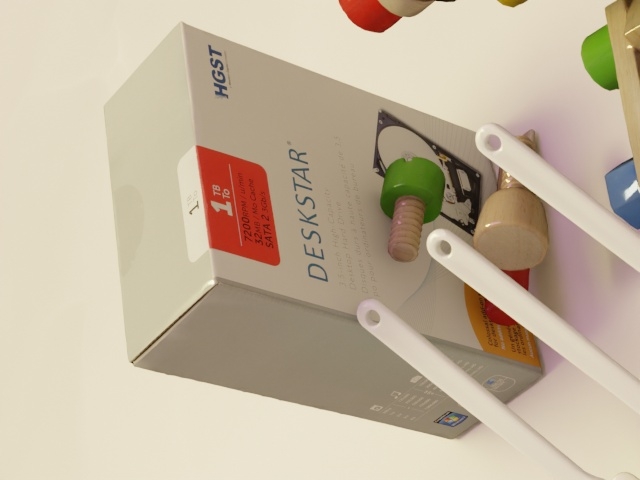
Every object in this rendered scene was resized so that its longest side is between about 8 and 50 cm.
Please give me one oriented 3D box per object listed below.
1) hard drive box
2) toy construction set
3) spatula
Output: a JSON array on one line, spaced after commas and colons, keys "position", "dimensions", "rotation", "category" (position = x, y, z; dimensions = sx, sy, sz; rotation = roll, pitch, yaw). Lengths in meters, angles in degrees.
[{"position": [0.000, 0.000, 0.987], "dimensions": [0.089, 0.232, 0.181], "rotation": [-42, 46, 38], "category": "hard drive box"}, {"position": [0.137, -0.136, 0.919], "dimensions": [0.309, 0.257, 0.237], "rotation": [111, 172, -49], "category": "toy construction set"}, {"position": [0.142, 0.060, 0.837], "dimensions": [0.242, 0.019, 0.168], "rotation": [40, 120, 15], "category": "spatula"}]
